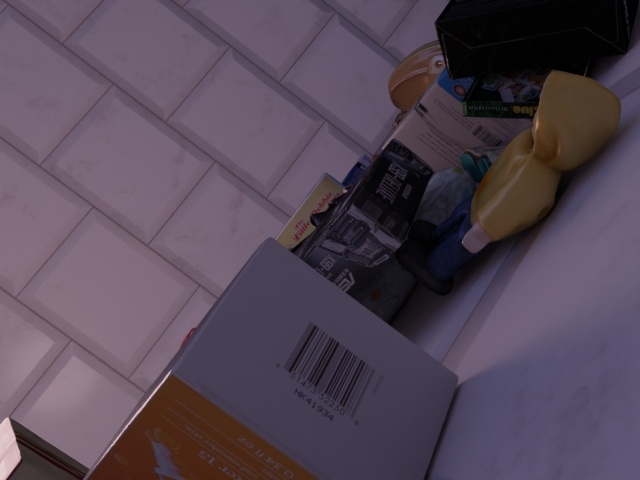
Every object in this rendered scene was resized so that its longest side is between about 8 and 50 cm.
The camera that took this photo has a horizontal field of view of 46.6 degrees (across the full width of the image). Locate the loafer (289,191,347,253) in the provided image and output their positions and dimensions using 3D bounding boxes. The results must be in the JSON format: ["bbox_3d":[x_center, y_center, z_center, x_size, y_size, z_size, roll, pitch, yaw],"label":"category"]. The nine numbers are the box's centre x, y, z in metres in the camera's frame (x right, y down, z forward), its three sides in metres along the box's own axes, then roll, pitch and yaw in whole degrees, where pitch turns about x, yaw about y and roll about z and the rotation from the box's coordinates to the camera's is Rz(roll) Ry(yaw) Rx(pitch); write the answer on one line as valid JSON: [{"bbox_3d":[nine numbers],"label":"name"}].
[{"bbox_3d":[0.000,0.000,1.215,0.302,0.095,0.109,-52,4,-9],"label":"loafer"}]

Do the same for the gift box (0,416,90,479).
[{"bbox_3d":[-0.372,0.425,0.970,0.255,0.258,0.276,-52,24,-10],"label":"gift box"}]

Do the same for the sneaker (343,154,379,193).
[{"bbox_3d":[0.083,-0.040,1.480,0.290,0.123,0.106,-64,0,19],"label":"sneaker"}]

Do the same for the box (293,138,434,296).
[{"bbox_3d":[0.009,0.029,0.983,0.307,0.076,0.242,-49,5,29],"label":"box"}]

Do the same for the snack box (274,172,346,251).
[{"bbox_3d":[-0.013,0.038,1.578,0.322,0.187,0.060,-52,4,2],"label":"snack box"}]

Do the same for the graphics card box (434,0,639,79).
[{"bbox_3d":[0.326,-0.360,1.044,0.232,0.094,0.371,-2,35,30],"label":"graphics card box"}]

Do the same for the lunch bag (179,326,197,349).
[{"bbox_3d":[-0.230,0.331,1.532,0.293,0.120,0.258,-100,10,-78],"label":"lunch bag"}]

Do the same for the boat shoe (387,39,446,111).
[{"bbox_3d":[0.244,-0.279,1.285,0.341,0.121,0.110,-11,48,47],"label":"boat shoe"}]

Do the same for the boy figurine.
[{"bbox_3d":[0.192,-0.054,0.783,0.285,0.092,0.177,-53,0,44],"label":"boy figurine"}]

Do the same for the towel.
[{"bbox_3d":[0.072,0.057,1.173,0.320,0.090,0.374,-55,5,-18],"label":"towel"}]

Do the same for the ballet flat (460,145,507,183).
[{"bbox_3d":[0.241,-0.107,1.037,0.052,0.057,0.168,-25,10,2],"label":"ballet flat"}]

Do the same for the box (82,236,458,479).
[{"bbox_3d":[-0.070,0.196,0.708,0.345,0.215,0.168,-49,6,46],"label":"box"}]

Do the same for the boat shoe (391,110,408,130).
[{"bbox_3d":[0.239,-0.283,1.945,0.123,0.116,0.324,-52,4,17],"label":"boat shoe"}]

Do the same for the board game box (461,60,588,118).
[{"bbox_3d":[0.293,-0.240,1.018,0.260,0.136,0.030,-56,-39,-44],"label":"board game box"}]

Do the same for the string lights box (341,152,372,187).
[{"bbox_3d":[0.093,-0.082,1.761,0.077,0.133,0.260,-50,5,45],"label":"string lights box"}]

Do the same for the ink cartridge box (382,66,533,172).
[{"bbox_3d":[0.214,-0.178,1.140,0.203,0.148,0.086,-48,8,45],"label":"ink cartridge box"}]
